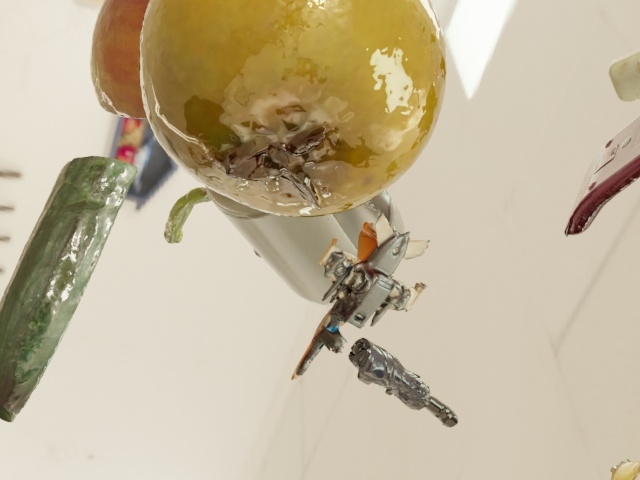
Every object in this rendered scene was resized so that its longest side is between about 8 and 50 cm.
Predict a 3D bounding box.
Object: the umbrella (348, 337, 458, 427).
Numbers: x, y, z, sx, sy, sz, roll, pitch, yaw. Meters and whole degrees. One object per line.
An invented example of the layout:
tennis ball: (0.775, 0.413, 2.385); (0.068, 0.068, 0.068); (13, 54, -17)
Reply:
umbrella: (0.139, 0.248, 1.708); (0.071, 0.248, 0.071); (-33, -145, 27)

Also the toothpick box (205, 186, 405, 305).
toothpick box: (-0.014, -0.035, 1.459); (0.316, 0.229, 0.229); (53, 33, -43)

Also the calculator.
calculator: (0.354, -0.094, 1.197); (0.127, 0.034, 0.190); (-57, -178, -40)

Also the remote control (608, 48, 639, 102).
remote control: (0.615, -0.310, 1.743); (0.230, 0.090, 0.049); (-17, -160, 31)

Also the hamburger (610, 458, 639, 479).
hamburger: (0.563, 0.458, 1.519); (0.236, 0.276, 0.277); (-8, -119, 36)

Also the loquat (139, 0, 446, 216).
loquat: (-0.026, -0.204, 1.086); (0.328, 0.328, 0.360); (118, -14, -50)

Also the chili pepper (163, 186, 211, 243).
chili pepper: (-0.251, -0.055, 1.908); (0.050, 0.052, 0.201); (59, -40, 11)

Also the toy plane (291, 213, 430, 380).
toy plane: (0.032, 0.065, 0.983); (0.062, 0.135, 0.188); (30, -90, 53)

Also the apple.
apple: (-0.192, -0.274, 1.387); (0.179, 0.346, 0.254); (39, 56, -56)

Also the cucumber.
cucumber: (-0.249, 0.041, 0.918); (0.115, 0.063, 0.244); (-34, -145, 58)
